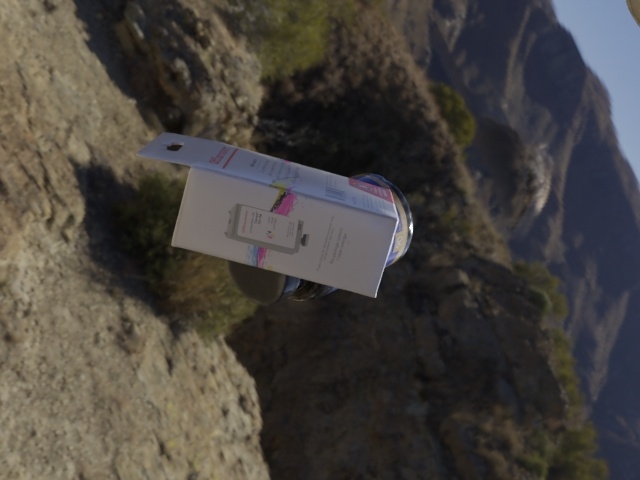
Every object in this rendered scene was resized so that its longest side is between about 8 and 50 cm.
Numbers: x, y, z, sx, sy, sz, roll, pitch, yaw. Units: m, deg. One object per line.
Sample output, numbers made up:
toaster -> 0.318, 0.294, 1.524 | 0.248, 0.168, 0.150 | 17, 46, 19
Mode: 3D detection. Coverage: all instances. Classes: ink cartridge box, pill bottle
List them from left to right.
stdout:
ink cartridge box -> -0.044, -0.025, 0.693 | 0.115, 0.198, 0.067 | -83, -172, -75
pill bottle -> 0.000, 0.000, 1.033 | 0.219, 0.122, 0.123 | -22, 85, -46

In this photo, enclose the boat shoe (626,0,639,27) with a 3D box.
boat shoe -> 0.390, -0.118, 0.699 | 0.335, 0.095, 0.112 | 52, 4, 13
